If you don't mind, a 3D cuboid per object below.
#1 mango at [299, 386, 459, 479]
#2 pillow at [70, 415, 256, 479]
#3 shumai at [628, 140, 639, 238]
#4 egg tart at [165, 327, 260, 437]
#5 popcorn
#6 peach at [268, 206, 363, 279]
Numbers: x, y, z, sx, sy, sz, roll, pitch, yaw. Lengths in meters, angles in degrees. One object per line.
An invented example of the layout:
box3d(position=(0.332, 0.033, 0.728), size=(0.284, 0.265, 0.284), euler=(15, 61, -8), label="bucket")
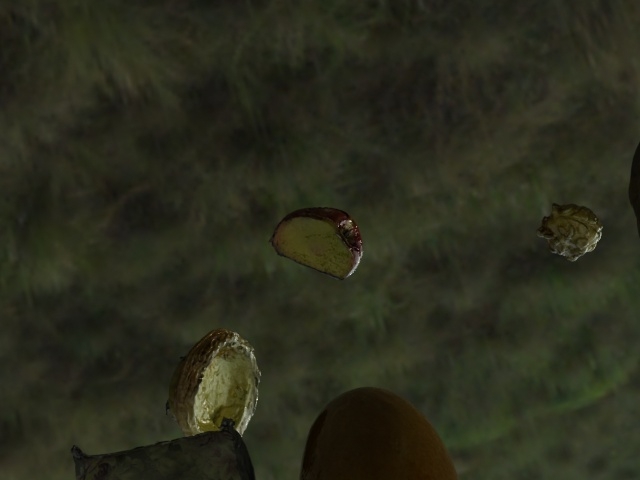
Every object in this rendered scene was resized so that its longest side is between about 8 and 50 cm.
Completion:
box3d(position=(0.073, 0.351, 1.970), size=(0.221, 0.378, 0.264), euler=(10, 121, -18), label="mango")
box3d(position=(-0.214, 0.339, 1.982), size=(0.255, 0.169, 0.059), euler=(-8, 154, -17), label="pillow")
box3d(position=(0.560, -0.079, 1.808), size=(0.283, 0.346, 0.217), euler=(36, 163, -15), label="shumai")
box3d(position=(-0.183, 0.247, 2.389), size=(0.090, 0.212, 0.212), euler=(12, -179, 36), label="egg tart")
box3d(position=(0.315, -0.014, 1.819), size=(0.057, 0.083, 0.082), euler=(-52, -156, -21), label="popcorn")
box3d(position=(0.000, 0.000, 1.336), size=(0.083, 0.077, 0.050), euler=(-20, -158, 37), label="peach")
